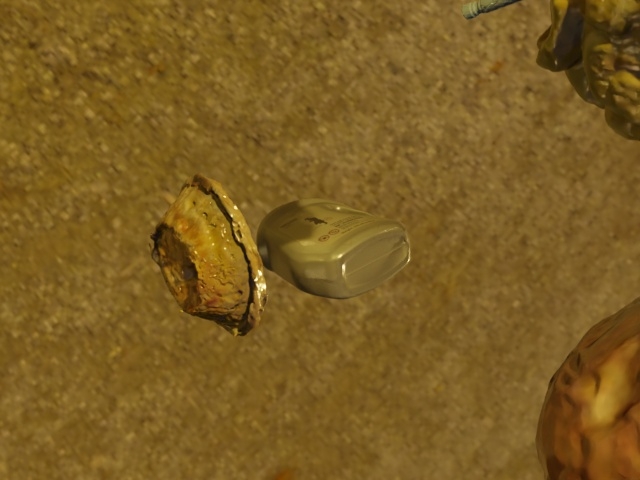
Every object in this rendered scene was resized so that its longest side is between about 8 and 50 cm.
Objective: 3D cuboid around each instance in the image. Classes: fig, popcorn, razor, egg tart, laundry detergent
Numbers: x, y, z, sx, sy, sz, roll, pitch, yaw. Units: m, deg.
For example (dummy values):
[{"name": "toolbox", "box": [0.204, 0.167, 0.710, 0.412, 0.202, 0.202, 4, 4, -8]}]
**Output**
[{"name": "fig", "box": [0.323, 0.080, 0.861, 0.286, 0.286, 0.368, 34, 72, -54]}, {"name": "popcorn", "box": [0.256, -0.170, 0.797, 0.181, 0.235, 0.216, -59, 146, -38]}, {"name": "razor", "box": [0.307, -0.371, 1.775, 0.106, 0.232, 0.068, -4, 83, -51]}, {"name": "egg tart", "box": [-0.142, 0.025, 1.501, 0.090, 0.212, 0.212, -24, 139, -28]}, {"name": "laundry detergent", "box": [0.000, 0.000, 1.754, 0.181, 0.253, 0.091, -28, 118, -28]}]
